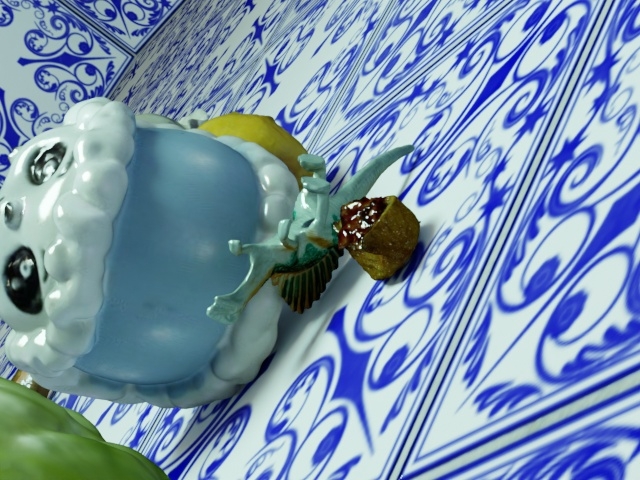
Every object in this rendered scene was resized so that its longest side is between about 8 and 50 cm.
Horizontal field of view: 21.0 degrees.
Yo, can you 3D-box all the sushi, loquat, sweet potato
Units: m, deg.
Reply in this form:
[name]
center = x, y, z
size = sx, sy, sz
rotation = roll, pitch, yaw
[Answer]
[sushi]
center = 0.032, -0.005, 1.054
size = 0.050, 0.047, 0.099
rotation = -55, 9, -9
[loquat]
center = -0.062, -0.033, 1.340
size = 0.137, 0.113, 0.137
rotation = -48, 34, 48
[sweet potato]
center = -0.325, 0.188, 1.852
size = 0.117, 0.049, 0.049
rotation = -66, 14, -8

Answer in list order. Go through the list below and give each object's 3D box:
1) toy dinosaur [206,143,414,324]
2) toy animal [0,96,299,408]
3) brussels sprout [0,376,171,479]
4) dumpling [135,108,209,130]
[toy dinosaur]
center = -0.003, -0.001, 1.134
size = 0.187, 0.044, 0.106
rotation = -21, -53, -56
[toy animal]
center = -0.122, 0.007, 1.184
size = 0.156, 0.204, 0.208
rotation = -11, 64, 66
[brussels sprout]
center = -0.180, 0.204, 0.855
size = 0.316, 0.243, 0.273
rotation = -106, 22, -80
[dumpling]
center = -0.188, -0.095, 2.000
size = 0.127, 0.108, 0.188
rotation = -12, 20, 33
